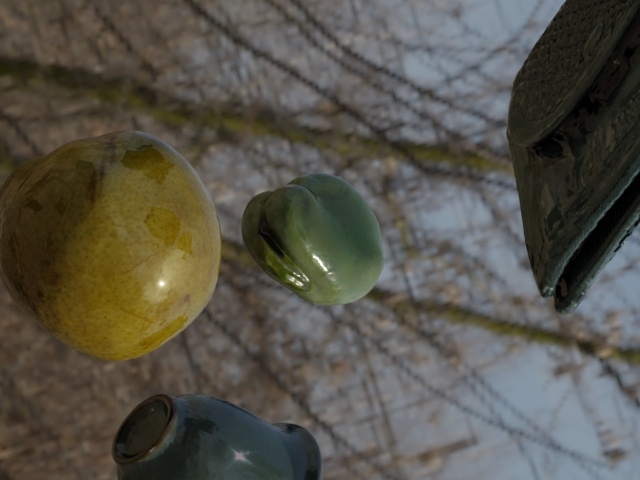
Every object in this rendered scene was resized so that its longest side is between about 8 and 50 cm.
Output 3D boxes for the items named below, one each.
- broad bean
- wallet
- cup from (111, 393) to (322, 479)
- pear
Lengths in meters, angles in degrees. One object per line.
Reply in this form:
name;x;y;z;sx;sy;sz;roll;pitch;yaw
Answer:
broad bean;0.000;0.000;2.061;0.100;0.228;0.169;-13;-90;44
wallet;0.223;-0.138;1.209;0.342;0.075;0.237;119;-21;-44
cup;-0.119;0.218;1.577;0.150;0.199;0.199;44;6;-29
pear;-0.183;0.005;1.472;0.209;0.209;0.209;163;-90;-81
